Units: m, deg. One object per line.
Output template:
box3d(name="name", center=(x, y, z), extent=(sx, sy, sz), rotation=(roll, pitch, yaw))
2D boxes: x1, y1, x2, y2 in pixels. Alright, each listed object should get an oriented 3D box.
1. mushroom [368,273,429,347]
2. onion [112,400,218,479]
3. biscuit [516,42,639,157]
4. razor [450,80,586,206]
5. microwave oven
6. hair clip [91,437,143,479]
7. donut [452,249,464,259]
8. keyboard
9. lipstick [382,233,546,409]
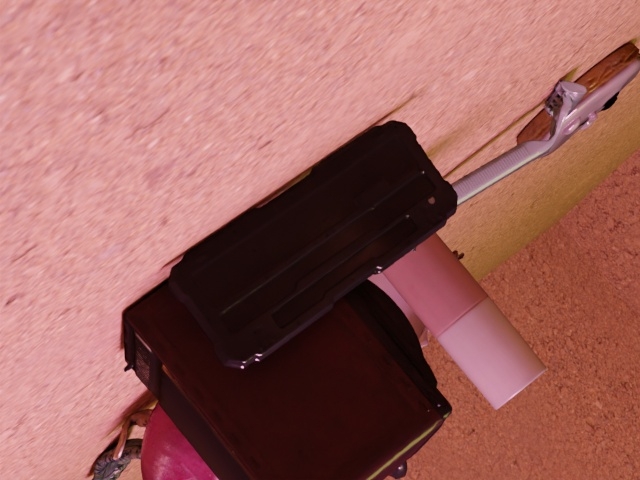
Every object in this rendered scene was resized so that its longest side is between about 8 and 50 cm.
box3d(name="mushroom", center=(0.018, 0.096, 1.707), extent=(0.236, 0.162, 0.173), rotation=(-34, 170, -20))
box3d(name="onion", center=(-0.111, 0.214, 1.773), extent=(0.207, 0.200, 0.200), rotation=(-18, 161, -35))
box3d(name="biscuit", center=(0.353, -0.181, 2.112), extent=(0.208, 0.049, 0.181), rotation=(-40, 173, 18))
box3d(name="razor", center=(0.213, -0.091, 1.938), extent=(0.278, 0.056, 0.111), rotation=(-38, 174, -9))
box3d(name="microwave oven", center=(-0.029, 0.120, 1.341), extent=(0.188, 0.247, 0.178), rotation=(-37, 170, -20))
box3d(name="hair clip", center=(-0.246, 0.270, 1.944), extent=(0.066, 0.036, 0.229), rotation=(-31, 176, -24))
box3d(name="donut", center=(0.073, 0.043, 1.948), extent=(0.141, 0.085, 0.217), rotation=(-42, 171, 21))
box3d(name="keyboard", center=(0.000, 0.000, 1.278), extent=(0.262, 0.106, 0.016), rotation=(-35, 178, -27))
box3d(name="lipstick", center=(0.124, 0.053, 1.607), extent=(0.070, 0.254, 0.070), rotation=(-38, 172, -6))
